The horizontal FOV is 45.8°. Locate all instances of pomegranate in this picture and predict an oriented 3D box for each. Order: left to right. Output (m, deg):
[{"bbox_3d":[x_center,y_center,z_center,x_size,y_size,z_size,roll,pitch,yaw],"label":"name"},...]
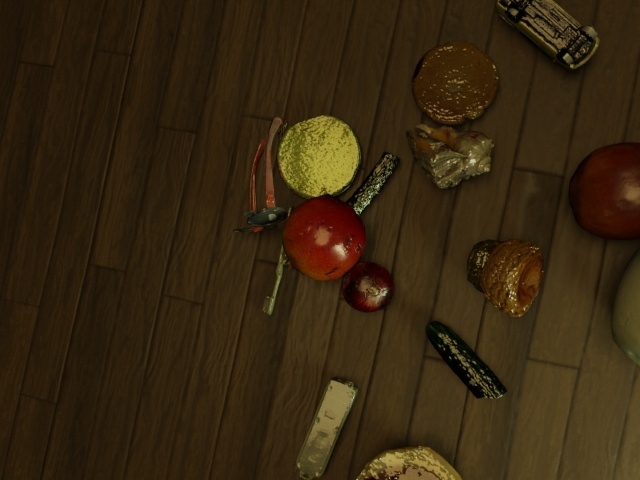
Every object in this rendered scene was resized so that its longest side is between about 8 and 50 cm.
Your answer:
[{"bbox_3d":[0.000,0.000,1.870,0.235,0.210,0.210,-26,79,40],"label":"pomegranate"}]

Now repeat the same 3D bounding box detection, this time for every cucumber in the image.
[{"bbox_3d":[0.132,-0.141,1.916,0.058,0.058,0.187,39,96,14],"label":"cucumber"},{"bbox_3d":[0.343,0.288,1.822,0.074,0.074,0.241,-43,74,7],"label":"cucumber"}]

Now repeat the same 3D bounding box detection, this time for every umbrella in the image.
[{"bbox_3d":[-0.104,-0.290,2.006,0.031,0.020,0.083,4,86,-25],"label":"umbrella"}]

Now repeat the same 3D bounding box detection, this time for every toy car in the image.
[{"bbox_3d":[0.537,-0.512,1.810,0.256,0.124,0.101,42,96,4],"label":"toy car"}]

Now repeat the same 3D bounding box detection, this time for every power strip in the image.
[{"bbox_3d":[0.016,0.470,1.900,0.078,0.052,0.272,22,92,15],"label":"power strip"}]

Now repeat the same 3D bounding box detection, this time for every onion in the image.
[{"bbox_3d":[0.119,0.115,1.869,0.131,0.131,0.131,-1,85,14],"label":"onion"}]

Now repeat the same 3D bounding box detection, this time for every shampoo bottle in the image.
[{"bbox_3d":[0.789,0.141,1.590,0.322,0.322,0.318,30,102,14],"label":"shampoo bottle"}]

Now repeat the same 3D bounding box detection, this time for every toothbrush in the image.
[{"bbox_3d":[-0.105,0.052,1.976,0.028,0.026,0.295,15,89,15],"label":"toothbrush"}]

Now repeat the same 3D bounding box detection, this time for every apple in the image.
[{"bbox_3d":[0.674,-0.107,1.701,0.229,0.230,0.230,-1,85,14],"label":"apple"}]

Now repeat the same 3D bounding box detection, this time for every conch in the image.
[{"bbox_3d":[0.300,-0.216,1.826,0.245,0.178,0.163,41,106,37],"label":"conch"}]

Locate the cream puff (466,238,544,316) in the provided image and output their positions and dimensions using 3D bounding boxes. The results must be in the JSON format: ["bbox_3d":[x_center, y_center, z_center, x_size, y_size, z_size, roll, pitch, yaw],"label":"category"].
[{"bbox_3d":[0.417,0.075,1.786,0.168,0.183,0.184,19,90,36],"label":"cream puff"}]

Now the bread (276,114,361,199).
[{"bbox_3d":[-0.002,-0.214,1.967,0.228,0.033,0.229,-1,87,16],"label":"bread"}]

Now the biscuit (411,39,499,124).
[{"bbox_3d":[0.332,-0.389,1.876,0.225,0.042,0.226,-2,75,8],"label":"biscuit"}]

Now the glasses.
[{"bbox_3d":[-0.161,-0.153,1.914,0.117,0.234,0.269,-3,79,-14],"label":"glasses"}]

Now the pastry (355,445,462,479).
[{"bbox_3d":[0.213,0.613,1.787,0.256,0.170,0.237,40,76,18],"label":"pastry"}]
